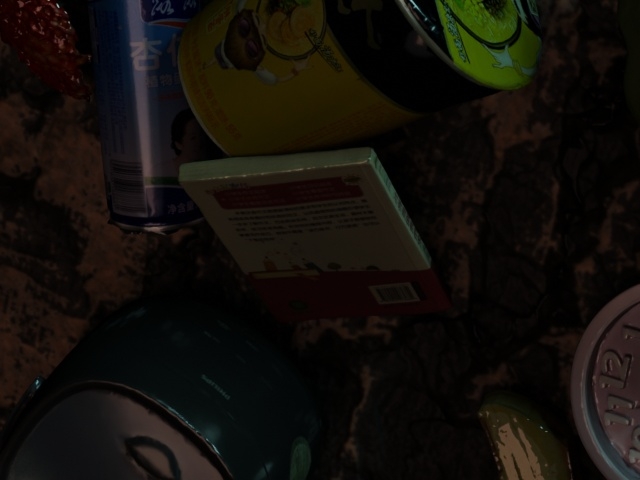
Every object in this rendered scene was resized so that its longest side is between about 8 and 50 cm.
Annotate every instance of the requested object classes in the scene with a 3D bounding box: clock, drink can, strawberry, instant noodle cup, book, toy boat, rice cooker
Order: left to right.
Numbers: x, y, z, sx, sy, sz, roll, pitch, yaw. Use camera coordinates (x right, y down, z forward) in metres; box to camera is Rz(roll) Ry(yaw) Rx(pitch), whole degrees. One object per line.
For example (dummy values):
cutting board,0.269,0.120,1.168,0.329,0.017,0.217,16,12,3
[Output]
strawberry,-0.243,-0.204,1.464,0.087,0.167,0.208,-15,102,-14
drink can,-0.142,-0.129,1.500,0.097,0.097,0.235,2,108,18
rice cooker,-0.138,0.185,1.538,0.267,0.224,0.267,5,110,14
book,0.000,0.000,1.463,0.162,0.022,0.232,-5,146,19
instant noodle cup,0.021,-0.164,1.388,0.236,0.215,0.215,-27,98,34
toy boat,0.179,0.280,1.540,0.121,0.089,0.321,-8,107,19
clock,0.301,0.121,1.428,0.197,0.068,0.197,4,99,30

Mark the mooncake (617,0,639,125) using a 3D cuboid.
mooncake,0.379,-0.158,1.272,0.351,0.187,0.351,7,113,16
